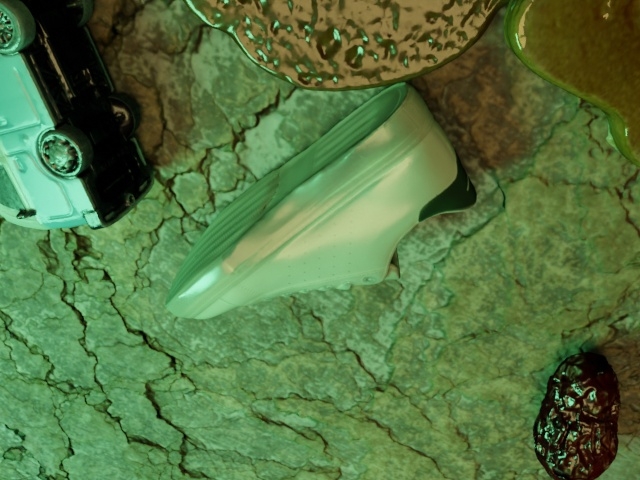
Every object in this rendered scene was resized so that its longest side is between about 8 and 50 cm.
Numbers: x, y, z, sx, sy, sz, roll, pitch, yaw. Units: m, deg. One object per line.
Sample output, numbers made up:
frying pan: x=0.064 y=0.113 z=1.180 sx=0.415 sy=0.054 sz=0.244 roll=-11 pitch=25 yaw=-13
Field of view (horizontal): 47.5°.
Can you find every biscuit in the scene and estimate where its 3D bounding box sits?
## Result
biscuit: x=0.296 y=-0.212 z=0.621 sx=0.287 sy=0.057 sz=0.343 roll=-22 pitch=115 yaw=3
biscuit: x=0.029 y=-0.319 z=0.627 sx=0.359 sy=0.074 sz=0.381 roll=-6 pitch=116 yaw=11

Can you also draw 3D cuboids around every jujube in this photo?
jujube: x=0.311 y=0.210 z=0.867 sx=0.104 sy=0.104 sz=0.165 roll=12 pitch=107 yaw=3

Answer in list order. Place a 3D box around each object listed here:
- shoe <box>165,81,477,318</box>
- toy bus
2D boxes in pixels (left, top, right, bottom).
shoe: x=0.000 y=0.000 z=0.786 sx=0.363 sy=0.131 sz=0.160 roll=-37 pitch=112 yaw=22
toy bus: x=-0.301 y=-0.143 z=0.750 sx=0.165 sy=0.133 sz=0.271 roll=-10 pitch=115 yaw=20
